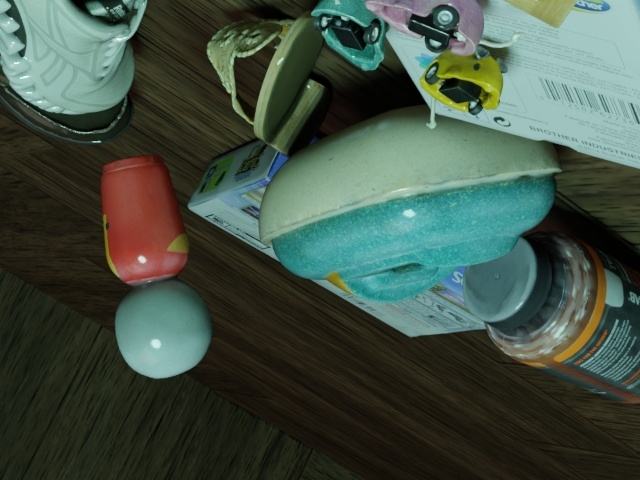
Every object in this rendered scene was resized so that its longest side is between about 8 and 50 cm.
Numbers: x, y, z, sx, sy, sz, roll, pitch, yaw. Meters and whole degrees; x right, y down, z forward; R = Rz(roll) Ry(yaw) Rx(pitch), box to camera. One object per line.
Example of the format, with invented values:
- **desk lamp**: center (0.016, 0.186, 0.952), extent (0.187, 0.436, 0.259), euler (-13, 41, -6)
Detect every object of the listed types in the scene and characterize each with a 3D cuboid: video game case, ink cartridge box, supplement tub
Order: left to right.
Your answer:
- **video game case**: center (0.035, -0.001, 1.468), extent (0.269, 0.061, 0.244), euler (30, 166, -16)
- **ink cartridge box**: center (0.103, -0.143, 0.857), extent (0.185, 0.065, 0.311), euler (18, 166, 30)
- **supplement tub**: center (0.198, 0.056, 1.236), extent (0.198, 0.106, 0.106), euler (24, 171, -42)

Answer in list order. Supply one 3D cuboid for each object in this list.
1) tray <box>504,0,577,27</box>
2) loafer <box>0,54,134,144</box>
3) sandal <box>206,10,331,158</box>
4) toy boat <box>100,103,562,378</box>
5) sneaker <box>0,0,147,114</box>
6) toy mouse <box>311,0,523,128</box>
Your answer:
- **tray**: center (0.061, -0.231, 0.492), extent (0.202, 0.076, 0.411), euler (29, 158, 1)
- **loafer**: center (-0.262, -0.157, 1.400), extent (0.220, 0.080, 0.078), euler (30, 166, -13)
- **sandal**: center (-0.047, -0.120, 1.156), extent (0.079, 0.088, 0.240), euler (31, 173, 9)
- **toy boat**: center (0.000, 0.000, 1.122), extent (0.318, 0.148, 0.267), euler (-9, 175, -22)
- **sneaker**: center (-0.181, -0.169, 1.191), extent (0.118, 0.110, 0.292), euler (13, 163, 14)
- **toy mouse**: center (0.045, -0.119, 0.861), extent (0.143, 0.031, 0.161), euler (31, 165, -18)
